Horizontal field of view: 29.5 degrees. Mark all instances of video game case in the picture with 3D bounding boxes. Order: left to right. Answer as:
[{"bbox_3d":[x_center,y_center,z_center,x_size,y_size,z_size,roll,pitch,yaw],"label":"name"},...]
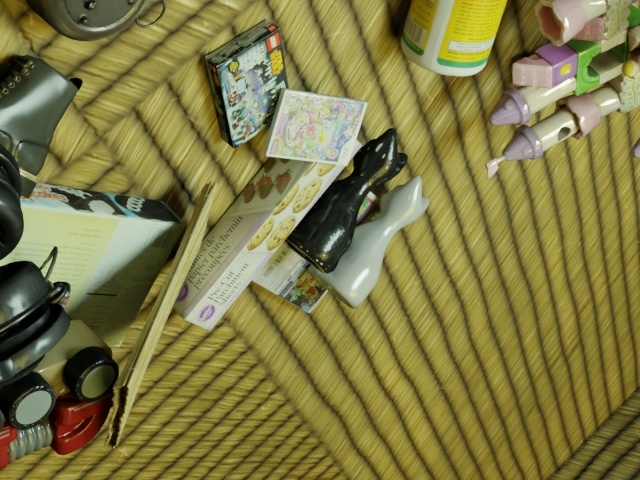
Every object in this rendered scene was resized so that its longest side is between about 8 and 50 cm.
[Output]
[{"bbox_3d":[-0.006,-0.140,1.507,0.122,0.011,0.087,4,113,-33],"label":"video game case"},{"bbox_3d":[0.000,0.000,1.746,0.201,0.023,0.183,-51,147,2],"label":"video game case"}]

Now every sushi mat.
[{"bbox_3d":[-0.185,0.082,1.420,0.151,0.019,0.316,111,-2,-49],"label":"sushi mat"}]

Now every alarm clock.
[{"bbox_3d":[-0.211,-0.254,1.196,0.129,0.064,0.192,-54,150,8],"label":"alarm clock"}]

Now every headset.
[{"bbox_3d":[-0.339,0.035,1.103,0.185,0.243,0.394,-23,167,9],"label":"headset"}]

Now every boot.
[{"bbox_3d":[-0.332,-0.142,1.179,0.198,0.077,0.137,36,78,-53],"label":"boot"}]

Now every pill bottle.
[{"bbox_3d":[0.181,-0.323,1.532,0.118,0.117,0.208,-19,137,-38],"label":"pill bottle"}]

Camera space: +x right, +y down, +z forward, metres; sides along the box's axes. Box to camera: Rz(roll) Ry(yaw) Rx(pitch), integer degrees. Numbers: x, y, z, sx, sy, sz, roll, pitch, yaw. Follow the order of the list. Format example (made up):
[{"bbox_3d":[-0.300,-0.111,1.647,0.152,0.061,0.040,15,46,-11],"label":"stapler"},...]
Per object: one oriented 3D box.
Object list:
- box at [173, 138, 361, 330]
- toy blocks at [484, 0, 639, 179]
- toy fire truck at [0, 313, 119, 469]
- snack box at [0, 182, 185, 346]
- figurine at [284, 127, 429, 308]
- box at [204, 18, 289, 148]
[{"bbox_3d":[-0.077,-0.028,1.585,0.324,0.063,0.067,-50,145,2],"label":"box"},{"bbox_3d":[0.342,-0.223,1.657,0.260,0.309,0.288,-29,143,-14],"label":"toy blocks"},{"bbox_3d":[-0.329,0.231,1.337,0.217,0.158,0.246,-21,135,-38],"label":"toy fire truck"},{"bbox_3d":[-0.316,0.029,1.364,0.322,0.060,0.187,8,117,-53],"label":"snack box"},{"bbox_3d":[0.063,-0.031,1.694,0.209,0.092,0.215,-50,149,-7],"label":"figurine"},{"bbox_3d":[-0.084,-0.185,1.447,0.094,0.027,0.137,-36,145,-21],"label":"box"}]
